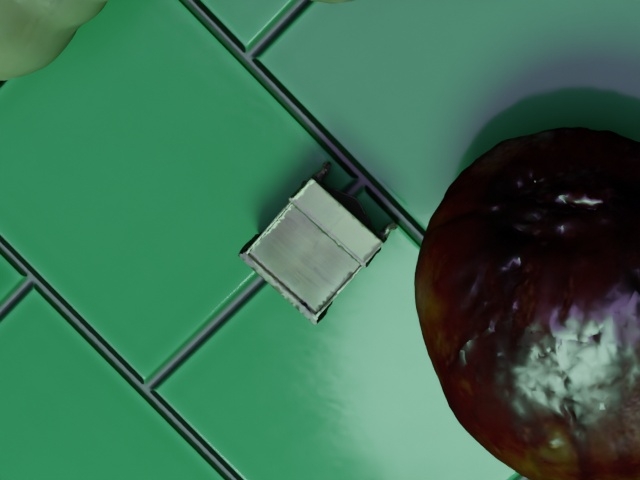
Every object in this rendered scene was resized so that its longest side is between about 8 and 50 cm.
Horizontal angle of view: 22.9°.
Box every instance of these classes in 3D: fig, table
[{"bbox_3d":[0.183,0.054,1.060,0.224,0.224,0.263,-12,100,14],"label":"fig"},{"bbox_3d":[0.000,0.000,1.156,0.079,0.062,0.083,42,109,-1],"label":"table"}]

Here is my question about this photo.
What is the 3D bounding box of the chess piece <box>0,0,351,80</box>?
[{"bbox_3d":[-0.137,-0.223,1.052,0.442,0.234,0.234,-18,100,19],"label":"chess piece"}]
